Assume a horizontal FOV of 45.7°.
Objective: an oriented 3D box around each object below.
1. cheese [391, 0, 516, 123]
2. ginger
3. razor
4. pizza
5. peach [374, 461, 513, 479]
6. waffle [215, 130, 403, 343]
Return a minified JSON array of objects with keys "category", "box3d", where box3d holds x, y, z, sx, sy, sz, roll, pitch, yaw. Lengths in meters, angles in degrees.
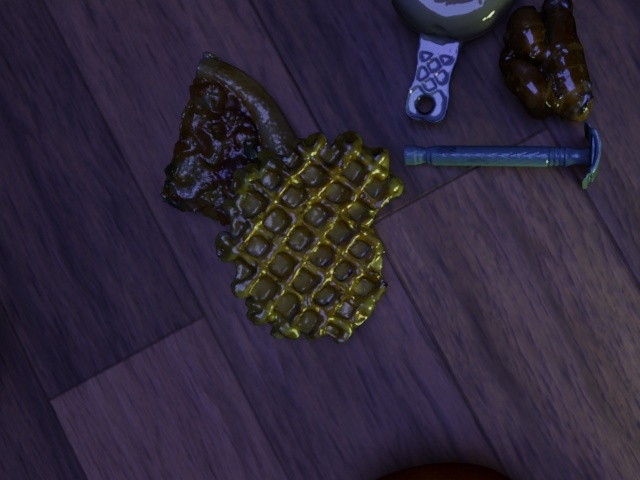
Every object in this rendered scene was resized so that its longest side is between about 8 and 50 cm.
[{"category":"cheese","box3d":[0.155,-0.285,0.925,0.163,0.082,0.286,16,92,9]},{"category":"ginger","box3d":[0.263,-0.216,0.914,0.103,0.073,0.162,-7,81,-5]},{"category":"razor","box3d":[0.216,-0.100,0.920,0.232,0.106,0.068,2,88,20]},{"category":"pizza","box3d":[-0.123,-0.099,0.973,0.197,0.058,0.292,-21,86,7]},{"category":"peach","box3d":[0.154,0.367,0.846,0.245,0.249,0.274,-36,67,-28]},{"category":"waffle","box3d":[0.000,0.000,0.927,0.249,0.056,0.253,-21,97,-12]}]
